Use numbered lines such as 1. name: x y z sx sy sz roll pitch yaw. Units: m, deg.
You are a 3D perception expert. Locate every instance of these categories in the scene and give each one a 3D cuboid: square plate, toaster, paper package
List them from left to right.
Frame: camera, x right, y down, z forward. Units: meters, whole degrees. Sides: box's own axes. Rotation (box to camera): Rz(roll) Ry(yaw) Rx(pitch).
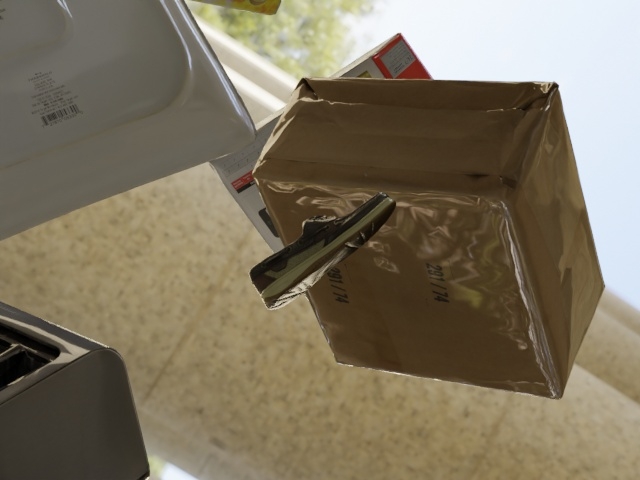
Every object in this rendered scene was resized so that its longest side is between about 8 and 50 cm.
1. toaster: -0.213 0.105 0.653 0.185 0.168 0.110 -31 127 -44
2. square plate: -0.259 -0.180 0.968 0.347 0.344 0.049 -24 173 -29
3. paper package: 0.123 -0.007 1.323 0.168 0.309 0.325 -60 142 -33

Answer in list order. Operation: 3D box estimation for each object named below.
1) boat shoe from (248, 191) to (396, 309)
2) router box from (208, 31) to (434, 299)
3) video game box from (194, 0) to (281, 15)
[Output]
1. boat shoe: 0.000 0.000 1.123 0.152 0.049 0.056 -38 166 -5
2. router box: 0.056 -0.061 1.601 0.335 0.301 0.082 -27 -167 43
3. video game box: -0.069 -0.250 0.816 0.205 0.048 0.187 0 126 -50
